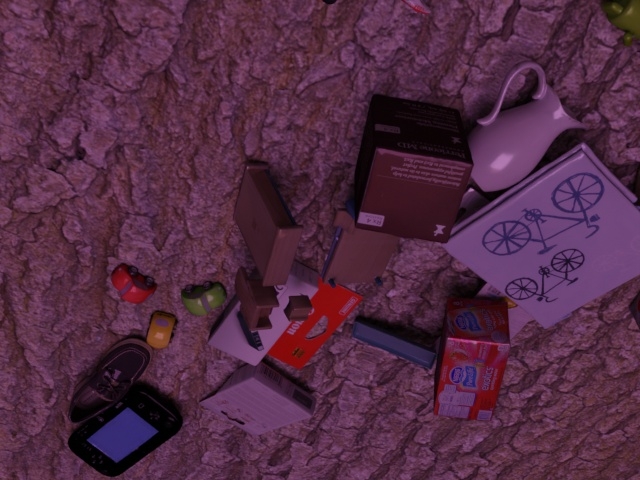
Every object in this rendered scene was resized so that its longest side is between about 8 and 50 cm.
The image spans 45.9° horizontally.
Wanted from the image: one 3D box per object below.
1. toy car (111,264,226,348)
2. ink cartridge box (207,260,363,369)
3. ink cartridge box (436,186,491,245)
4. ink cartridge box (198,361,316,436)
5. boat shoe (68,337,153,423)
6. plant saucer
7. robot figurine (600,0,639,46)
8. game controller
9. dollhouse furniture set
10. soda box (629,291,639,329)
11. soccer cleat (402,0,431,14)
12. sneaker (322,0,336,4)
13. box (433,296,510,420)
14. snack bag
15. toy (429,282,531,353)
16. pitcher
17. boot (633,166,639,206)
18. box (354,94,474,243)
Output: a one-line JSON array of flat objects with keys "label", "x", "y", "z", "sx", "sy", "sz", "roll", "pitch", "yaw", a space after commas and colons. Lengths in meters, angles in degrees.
[{"label": "toy car", "x": -0.314, "y": 0.141, "z": 1.633, "sx": 0.225, "sy": 0.053, "sz": 0.239, "roll": -12, "pitch": 125, "yaw": 11}, {"label": "ink cartridge box", "x": -0.078, "y": 0.174, "z": 1.646, "sx": 0.239, "sy": 0.060, "sz": 0.275, "roll": 28, "pitch": 122, "yaw": -16}, {"label": "ink cartridge box", "x": 0.323, "y": -0.017, "z": 1.511, "sx": 0.179, "sy": 0.045, "sz": 0.145, "roll": 34, "pitch": 121, "yaw": -10}, {"label": "ink cartridge box", "x": -0.153, "y": 0.384, "z": 1.817, "sx": 0.189, "sy": 0.066, "sz": 0.232, "roll": 38, "pitch": 140, "yaw": -23}, {"label": "boat shoe", "x": -0.491, "y": 0.334, "z": 1.754, "sx": 0.103, "sy": 0.092, "sz": 0.285, "roll": 40, "pitch": 117, "yaw": -22}, {"label": "plant saucer", "x": 0.162, "y": 0.225, "z": 1.655, "sx": 0.192, "sy": 0.018, "sz": 0.067, "roll": 22, "pitch": 143, "yaw": 11}, {"label": "robot figurine", "x": 0.516, "y": -0.368, "z": 1.227, "sx": 0.115, "sy": 0.067, "sz": 0.101, "roll": 25, "pitch": 99, "yaw": -15}, {"label": "game controller", "x": -0.486, "y": 0.475, "z": 1.872, "sx": 0.166, "sy": 0.067, "sz": 0.319, "roll": 39, "pitch": 117, "yaw": -23}, {"label": "dollhouse furniture set", "x": 0.000, "y": 0.000, "z": 1.490, "sx": 0.303, "sy": 0.198, "sz": 0.286, "roll": -2, "pitch": 132, "yaw": -26}, {"label": "soda box", "x": 0.809, "y": 0.168, "z": 1.587, "sx": 0.286, "sy": 0.091, "sz": 0.098, "roll": 14, "pitch": 124, "yaw": -8}, {"label": "soccer cleat", "x": 0.151, "y": -0.402, "z": 1.241, "sx": 0.083, "sy": 0.029, "sz": 0.035, "roll": 29, "pitch": 126, "yaw": -12}, {"label": "sneaker", "x": 0.027, "y": -0.483, "z": 1.160, "sx": 0.098, "sy": 0.083, "sz": 0.223, "roll": 20, "pitch": 114, "yaw": -11}, {"label": "box", "x": 0.312, "y": 0.250, "z": 1.580, "sx": 0.128, "sy": 0.122, "sz": 0.257, "roll": 5, "pitch": 131, "yaw": 5}, {"label": "snack bag", "x": 0.457, "y": 0.007, "z": 1.425, "sx": 0.342, "sy": 0.037, "sz": 0.323, "roll": 36, "pitch": 124, "yaw": -25}, {"label": "toy", "x": 0.353, "y": 0.175, "z": 1.630, "sx": 0.137, "sy": 0.056, "sz": 0.237, "roll": 25, "pitch": 129, "yaw": -13}, {"label": "pitcher", "x": 0.333, "y": -0.198, "z": 1.327, "sx": 0.207, "sy": 0.125, "sz": 0.178, "roll": -38, "pitch": 114, "yaw": 15}, {"label": "boot", "x": 0.681, "y": -0.063, "z": 1.431, "sx": 0.211, "sy": 0.104, "sz": 0.295, "roll": 26, "pitch": 128, "yaw": -22}, {"label": "box", "x": 0.156, "y": -0.128, "z": 1.330, "sx": 0.168, "sy": 0.203, "sz": 0.167, "roll": 9, "pitch": 125, "yaw": -5}]
